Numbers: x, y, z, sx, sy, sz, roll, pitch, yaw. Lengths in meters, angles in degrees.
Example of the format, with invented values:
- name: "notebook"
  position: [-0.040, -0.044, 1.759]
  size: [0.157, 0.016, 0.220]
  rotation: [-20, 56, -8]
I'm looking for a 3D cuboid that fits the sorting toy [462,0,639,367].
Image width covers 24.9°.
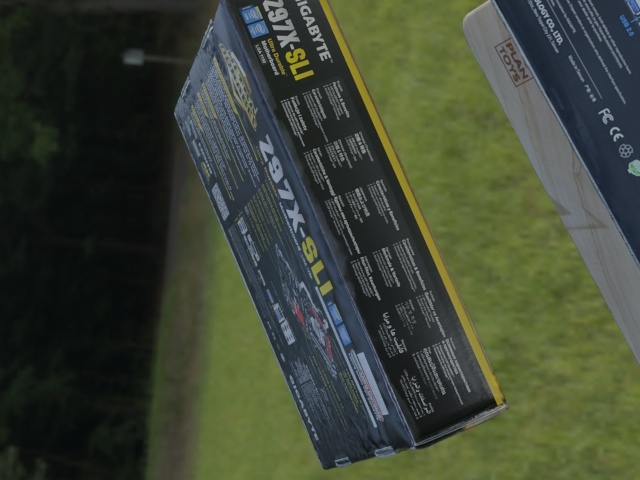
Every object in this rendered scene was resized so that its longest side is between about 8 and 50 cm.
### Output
- name: "sorting toy"
  position: [0.224, -0.044, 0.635]
  size: [0.255, 0.089, 0.257]
  rotation: [-26, 92, 54]

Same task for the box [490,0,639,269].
- name: "box"
  position: [0.134, -0.098, 0.409]
  size: [0.220, 0.175, 0.051]
  rotation: [62, -162, 5]

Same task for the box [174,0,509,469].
- name: "box"
  position: [0.000, 0.000, 1.043]
  size: [0.322, 0.079, 0.257]
  rotation: [67, 162, 7]
